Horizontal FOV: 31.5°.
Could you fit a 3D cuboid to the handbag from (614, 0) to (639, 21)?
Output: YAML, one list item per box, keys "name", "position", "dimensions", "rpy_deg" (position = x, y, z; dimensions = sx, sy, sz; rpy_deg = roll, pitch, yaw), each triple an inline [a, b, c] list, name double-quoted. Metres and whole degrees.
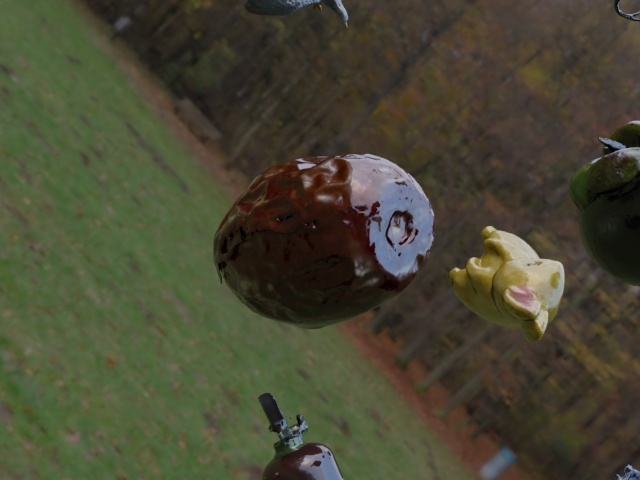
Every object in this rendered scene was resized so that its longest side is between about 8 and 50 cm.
- name: "handbag"
  position: [0.468, -0.354, 1.566]
  dimensions: [0.115, 0.139, 0.072]
  rpy_deg: [59, 7, -45]

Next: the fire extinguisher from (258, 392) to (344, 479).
- name: "fire extinguisher"
  position: [-0.005, 0.247, 1.029]
  dimensions: [0.099, 0.071, 0.231]
  rpy_deg: [148, -82, -80]

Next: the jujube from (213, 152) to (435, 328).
- name: "jujube"
  position: [0.000, 0.000, 1.156]
  dimensions: [0.243, 0.183, 0.183]
  rpy_deg: [-4, -41, 46]

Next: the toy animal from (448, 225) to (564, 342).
- name: "toy animal"
  position: [0.154, 0.042, 0.857]
  dimensions: [0.083, 0.070, 0.159]
  rpy_deg: [37, 3, -7]

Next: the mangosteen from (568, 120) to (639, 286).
- name: "mangosteen"
  position: [0.453, -0.048, 1.529]
  dimensions: [0.243, 0.243, 0.243]
  rpy_deg: [47, 1, -1]

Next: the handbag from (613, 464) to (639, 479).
- name: "handbag"
  position: [0.378, 0.451, 1.200]
  dimensions: [0.329, 0.122, 0.303]
  rpy_deg: [45, 29, -16]

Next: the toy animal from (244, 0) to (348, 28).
- name: "toy animal"
  position: [0.001, -0.144, 0.660]
  dimensions: [0.050, 0.084, 0.028]
  rpy_deg: [54, -4, -9]
